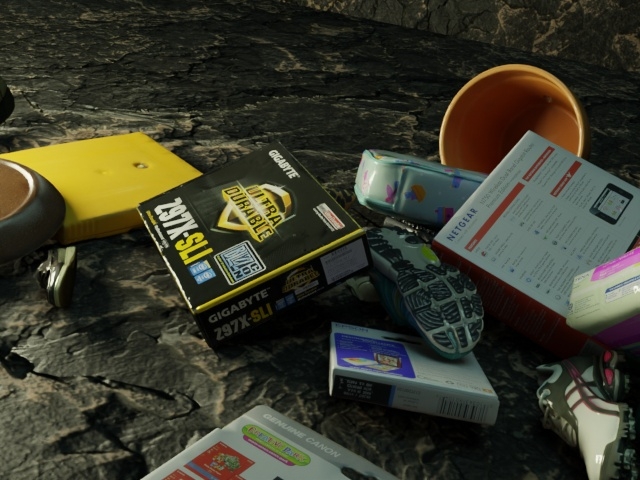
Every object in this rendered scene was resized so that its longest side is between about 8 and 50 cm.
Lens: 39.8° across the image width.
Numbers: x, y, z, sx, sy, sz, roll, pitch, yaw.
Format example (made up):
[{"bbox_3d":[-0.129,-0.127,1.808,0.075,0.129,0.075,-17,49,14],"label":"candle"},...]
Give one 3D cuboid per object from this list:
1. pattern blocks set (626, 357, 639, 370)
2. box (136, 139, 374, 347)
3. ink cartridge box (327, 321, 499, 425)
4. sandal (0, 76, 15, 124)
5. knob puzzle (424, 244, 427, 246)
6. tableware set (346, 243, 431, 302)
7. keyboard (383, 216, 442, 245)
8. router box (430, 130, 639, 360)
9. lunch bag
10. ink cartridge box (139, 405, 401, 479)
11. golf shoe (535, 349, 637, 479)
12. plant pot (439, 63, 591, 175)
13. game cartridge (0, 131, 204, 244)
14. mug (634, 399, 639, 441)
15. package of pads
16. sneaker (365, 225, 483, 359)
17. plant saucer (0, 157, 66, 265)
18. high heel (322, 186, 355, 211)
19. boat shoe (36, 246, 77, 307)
[{"bbox_3d":[0.545,0.131,1.418,0.285,0.026,0.325,16,27,12],"label":"pattern blocks set"},{"bbox_3d":[-0.107,-0.009,1.301,0.257,0.079,0.322,-27,37,-10],"label":"box"},{"bbox_3d":[0.111,0.168,1.151,0.206,0.045,0.208,10,11,-2],"label":"ink cartridge box"},{"bbox_3d":[-0.660,-0.226,1.630,0.086,0.120,0.303,-15,22,12],"label":"sandal"},{"bbox_3d":[0.185,0.043,1.463,0.213,0.030,0.213,9,26,-4],"label":"knob puzzle"},{"bbox_3d":[0.121,0.047,1.403,0.168,0.020,0.141,-4,34,-3],"label":"tableware set"},{"bbox_3d":[0.181,-0.013,1.532,0.108,0.023,0.180,-1,16,-33],"label":"keyboard"},{"bbox_3d":[0.373,0.005,1.377,0.301,0.082,0.335,33,51,18],"label":"router box"},{"bbox_3d":[0.205,-0.088,1.608,0.279,0.108,0.224,13,9,-6],"label":"lunch bag"},{"bbox_3d":[-0.021,0.307,0.758,0.309,0.130,0.271,25,28,26],"label":"ink cartridge box"},{"bbox_3d":[0.328,0.231,1.094,0.120,0.105,0.273,-2,19,15],"label":"golf shoe"},{"bbox_3d":[0.410,-0.191,1.759,0.290,0.291,0.203,27,15,30],"label":"plant pot"},{"bbox_3d":[-0.375,-0.096,1.524,0.323,0.053,0.285,-17,37,-38],"label":"game cartridge"},{"bbox_3d":[0.474,0.238,1.104,0.157,0.097,0.129,32,33,35],"label":"mug"},{"bbox_3d":[0.508,0.104,1.136,0.296,0.229,0.101,27,61,-14],"label":"package of pads"},{"bbox_3d":[0.143,0.081,1.252,0.107,0.110,0.275,-11,33,-17],"label":"sneaker"},{"bbox_3d":[-0.543,-0.051,1.319,0.310,0.050,0.311,1,33,-1],"label":"plant saucer"},{"bbox_3d":[0.000,0.000,1.402,0.261,0.093,0.186,-27,39,-31],"label":"high heel"},{"bbox_3d":[-0.369,0.052,1.229,0.049,0.056,0.152,0,18,-9],"label":"boat shoe"}]
